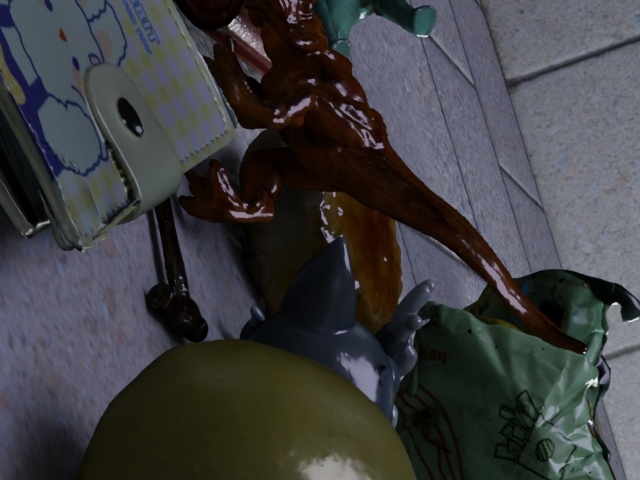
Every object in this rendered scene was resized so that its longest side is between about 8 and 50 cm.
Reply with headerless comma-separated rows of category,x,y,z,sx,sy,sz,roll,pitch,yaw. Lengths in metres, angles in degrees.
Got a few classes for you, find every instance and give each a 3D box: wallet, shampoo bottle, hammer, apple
wallet,-0.156,-0.115,1.139,0.223,0.077,0.309,66,16,-7
shampoo bottle,-0.056,-0.197,1.673,0.260,0.064,0.102,26,45,-71
hammer,-0.107,-0.016,1.317,0.065,0.021,0.178,47,27,-58
apple,-0.042,0.144,1.014,0.200,0.200,0.200,-19,90,-77

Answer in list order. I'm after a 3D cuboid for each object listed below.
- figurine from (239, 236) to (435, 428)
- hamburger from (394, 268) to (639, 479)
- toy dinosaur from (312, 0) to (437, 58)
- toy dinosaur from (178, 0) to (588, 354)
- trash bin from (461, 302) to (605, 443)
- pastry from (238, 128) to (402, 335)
figurine,0.001,0.095,1.348,0.140,0.193,0.265,30,0,-12
hamburger,0.121,0.140,1.547,0.150,0.260,0.276,22,61,-34
toy dinosaur,-0.024,-0.292,1.931,0.331,0.129,0.383,28,-61,54
toy dinosaur,0.001,-0.060,1.427,0.208,0.097,0.432,-7,56,-40
trash bin,0.235,0.220,2.179,0.247,0.121,0.243,49,25,-50
pastry,0.000,0.000,1.565,0.182,0.093,0.192,-84,155,-47
